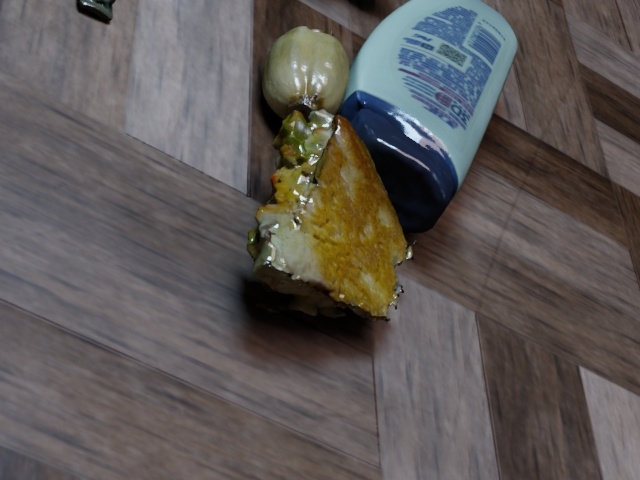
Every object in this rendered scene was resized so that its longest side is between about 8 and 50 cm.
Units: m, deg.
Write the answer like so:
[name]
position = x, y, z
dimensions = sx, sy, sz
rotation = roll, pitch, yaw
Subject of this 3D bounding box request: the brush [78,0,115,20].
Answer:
[brush]
position = -0.186, -0.252, 1.272
dimensions = 0.034, 0.027, 0.190
rotation = 24, 35, -30

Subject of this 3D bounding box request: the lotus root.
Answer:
[lotus root]
position = -0.012, -0.140, 1.291
dimensions = 0.073, 0.062, 0.150
rotation = 13, 35, -3

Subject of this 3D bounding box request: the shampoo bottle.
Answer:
[shampoo bottle]
position = 0.089, -0.131, 1.377
dimensions = 0.134, 0.078, 0.359
rotation = 34, 32, -3

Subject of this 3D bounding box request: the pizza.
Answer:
[pizza]
position = 0.000, 0.000, 1.138
dimensions = 0.147, 0.069, 0.226
rotation = 54, 30, -26
